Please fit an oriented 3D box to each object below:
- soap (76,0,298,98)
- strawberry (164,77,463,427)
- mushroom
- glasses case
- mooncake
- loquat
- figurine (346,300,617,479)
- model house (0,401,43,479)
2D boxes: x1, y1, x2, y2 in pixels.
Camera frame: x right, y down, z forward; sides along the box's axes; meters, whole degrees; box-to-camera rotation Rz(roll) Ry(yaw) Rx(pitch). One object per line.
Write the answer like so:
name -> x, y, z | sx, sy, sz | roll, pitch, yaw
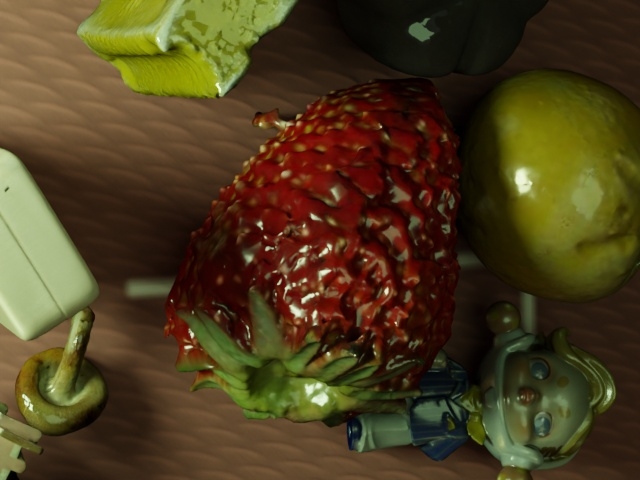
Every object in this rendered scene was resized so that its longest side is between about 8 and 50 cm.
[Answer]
soap -> -0.104, -0.227, 1.620 | 0.091, 0.315, 0.199 | 38, 84, -20
strawberry -> -0.002, -0.001, 1.739 | 0.292, 0.292, 0.343 | 21, 56, -22
mushroom -> -0.240, 0.123, 1.741 | 0.088, 0.073, 0.129 | 18, 83, -5
glasses case -> -0.288, -0.011, 1.563 | 0.076, 0.336, 0.144 | -35, 108, -14
mooncake -> 0.123, -0.270, 1.759 | 0.245, 0.133, 0.245 | -21, 125, -32
loquat -> 0.232, -0.056, 1.829 | 0.244, 0.244, 0.244 | -3, 98, -21
figurine -> 0.162, 0.179, 1.880 | 0.274, 0.133, 0.194 | -24, 81, -11
model house -> -0.298, 0.332, 1.708 | 0.244, 0.169, 0.326 | 29, 81, -29
